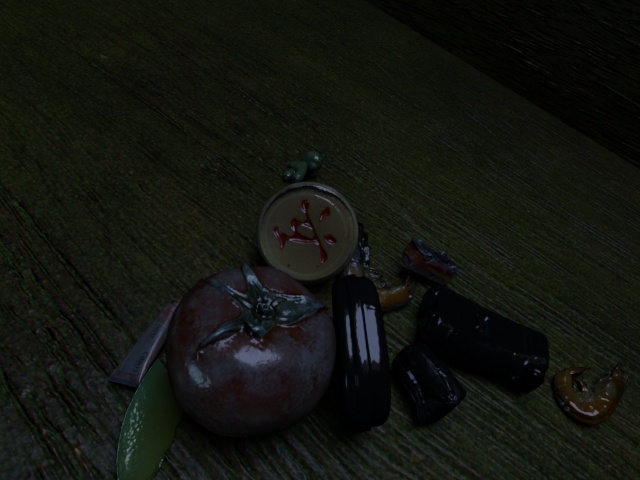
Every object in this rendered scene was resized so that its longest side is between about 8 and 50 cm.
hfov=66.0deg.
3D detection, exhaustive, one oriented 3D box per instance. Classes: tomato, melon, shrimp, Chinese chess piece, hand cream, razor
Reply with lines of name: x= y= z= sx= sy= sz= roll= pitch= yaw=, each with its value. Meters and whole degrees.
tomato: x=-0.128 y=0.199 z=0.910 sx=0.316 sy=0.283 sz=0.317 roll=12 pitch=41 yaw=-11
melon: x=-0.303 y=0.348 z=0.877 sx=0.114 sy=0.053 sz=0.262 roll=28 pitch=44 yaw=-23
shrimp: x=0.695 y=0.373 z=1.256 sx=0.248 sy=0.068 sz=0.150 roll=-17 pitch=51 yaw=-29
Chinese chess piece: x=-0.032 y=-0.018 z=1.202 sx=0.249 sy=0.250 sz=0.103 roll=22 pitch=-1 yaw=-1
hand cream: x=-0.340 y=0.201 z=0.994 sx=0.067 sy=0.043 sz=0.210 roll=8 pitch=42 yaw=16
razor: x=0.399 y=0.241 z=1.222 sx=0.326 sy=0.107 sz=0.189 roll=24 pitch=43 yaw=-1
shrimp: x=0.152 y=0.067 z=1.323 sx=0.222 sy=0.054 sz=0.290 roll=9 pitch=49 yaw=-14

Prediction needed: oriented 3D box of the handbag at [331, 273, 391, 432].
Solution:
handbag: x=0.077 y=0.222 z=0.992 sx=0.093 sy=0.254 sz=0.308 roll=-4 pitch=64 yaw=0

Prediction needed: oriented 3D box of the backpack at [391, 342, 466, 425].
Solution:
backpack: x=0.237 y=0.308 z=1.087 sx=0.105 sy=0.120 sz=0.165 roll=13 pitch=40 yaw=-43

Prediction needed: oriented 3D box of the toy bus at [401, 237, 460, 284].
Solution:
toy bus: x=0.294 y=0.060 z=1.341 sx=0.174 sy=0.077 sz=0.079 roll=24 pitch=27 yaw=-33

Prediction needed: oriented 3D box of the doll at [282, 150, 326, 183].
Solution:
doll: x=-0.051 y=-0.218 z=1.517 sx=0.115 sy=0.078 sz=0.150 roll=10 pitch=41 yaw=44

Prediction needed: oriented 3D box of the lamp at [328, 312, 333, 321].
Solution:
lamp: x=-0.009 y=0.240 z=1.091 sx=0.056 sy=0.050 sz=0.198 roll=30 pitch=41 yaw=2
